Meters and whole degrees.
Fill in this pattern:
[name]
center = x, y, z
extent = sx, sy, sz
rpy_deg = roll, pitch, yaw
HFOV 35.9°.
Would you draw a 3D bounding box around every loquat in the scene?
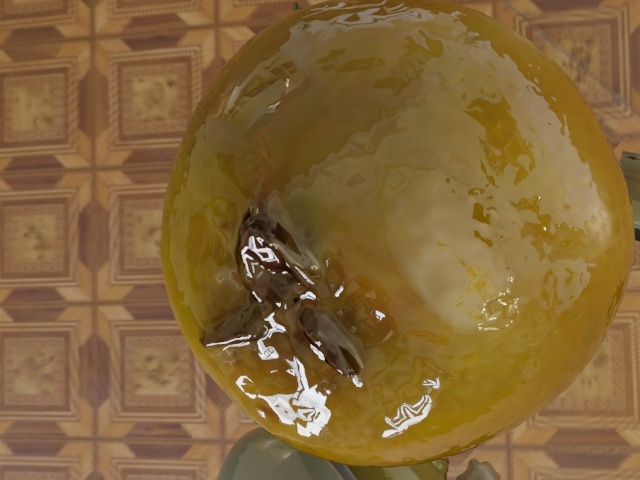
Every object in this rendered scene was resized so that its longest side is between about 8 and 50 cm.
[loquat]
center = 0.063, -0.014, 0.717
extent = 0.328, 0.359, 0.328
rpy_deg = 10, 110, 30

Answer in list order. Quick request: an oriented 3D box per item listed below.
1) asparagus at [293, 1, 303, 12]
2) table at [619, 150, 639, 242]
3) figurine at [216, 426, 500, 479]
[asparagus]
center = 0.008, -0.171, 1.029
extent = 0.013, 0.016, 0.166
rpy_deg = -25, 96, -3
[table]
center = 0.351, -0.041, 1.070
extent = 0.079, 0.062, 0.083
rpy_deg = 18, 68, 48
[figurine]
center = 0.094, 0.273, 0.870
extent = 0.381, 0.205, 0.225
rpy_deg = 8, 117, -14
